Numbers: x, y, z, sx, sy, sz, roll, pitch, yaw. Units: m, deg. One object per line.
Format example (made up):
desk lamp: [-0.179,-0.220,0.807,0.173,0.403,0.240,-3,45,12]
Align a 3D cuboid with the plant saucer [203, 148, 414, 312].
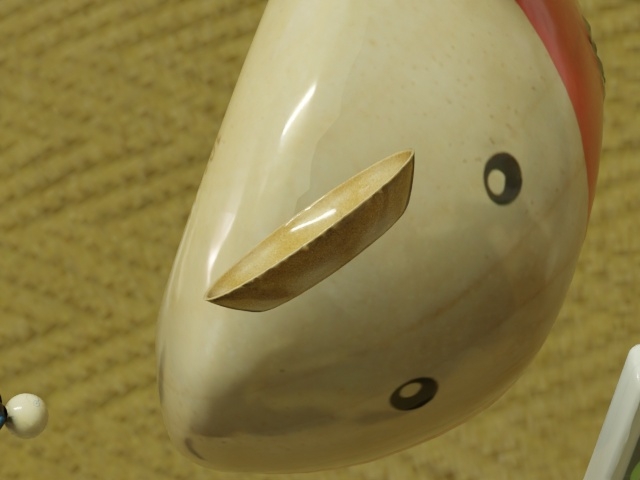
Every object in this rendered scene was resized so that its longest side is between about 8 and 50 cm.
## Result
plant saucer: [0.000,0.000,0.637,0.083,0.083,0.015,-36,97,-7]

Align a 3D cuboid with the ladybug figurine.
ladybug figurine: [0.035,-0.036,0.952,0.162,0.449,0.305,19,107,-2]

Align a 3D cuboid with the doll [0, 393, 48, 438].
doll: [-0.306,0.131,1.575,0.129,0.189,0.046,44,114,57]

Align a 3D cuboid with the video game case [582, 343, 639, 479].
video game case: [0.183,0.097,0.757,0.173,0.190,0.022,-3,51,-10]
